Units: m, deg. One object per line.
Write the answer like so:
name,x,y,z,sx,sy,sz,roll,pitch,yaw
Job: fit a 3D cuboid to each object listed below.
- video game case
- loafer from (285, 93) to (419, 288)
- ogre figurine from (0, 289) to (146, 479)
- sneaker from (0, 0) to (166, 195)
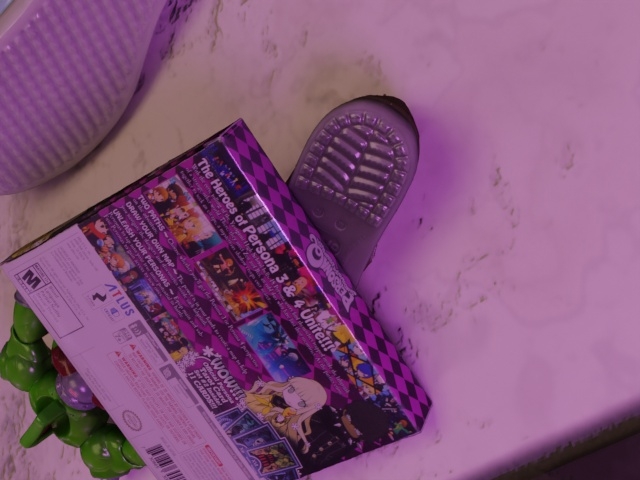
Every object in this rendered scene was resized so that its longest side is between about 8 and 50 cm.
video game case,-0.072,0.063,0.836,0.210,0.042,0.232,-27,104,31
loafer,0.000,0.000,0.854,0.094,0.087,0.251,37,123,0
ogre figurine,-0.181,0.107,0.967,0.197,0.097,0.118,36,122,-11
sneaker,-0.204,-0.201,1.023,0.366,0.135,0.150,-51,35,24
